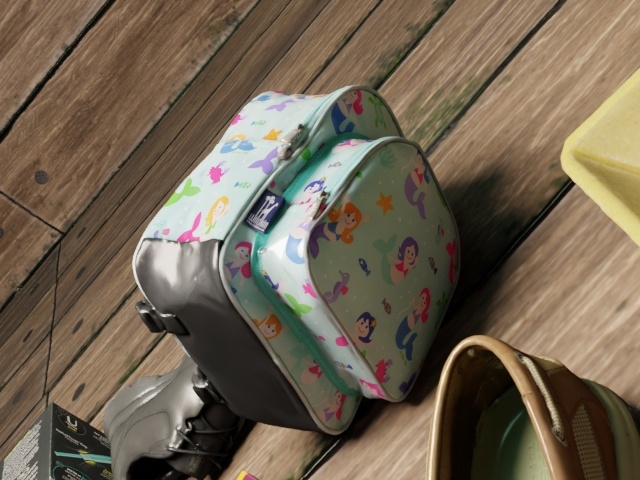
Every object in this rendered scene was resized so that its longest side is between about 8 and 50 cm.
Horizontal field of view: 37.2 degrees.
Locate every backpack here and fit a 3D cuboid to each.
[{"bbox_3d":[0.000,0.000,0.767,0.191,0.225,0.253,-3,44,33],"label":"backpack"}]

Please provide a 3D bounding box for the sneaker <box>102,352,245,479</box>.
[{"bbox_3d":[-0.105,0.154,0.913,0.286,0.109,0.130,-49,31,24],"label":"sneaker"}]

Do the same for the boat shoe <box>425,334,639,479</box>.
[{"bbox_3d":[0.094,0.176,0.443,0.122,0.120,0.324,-39,25,28],"label":"boat shoe"}]

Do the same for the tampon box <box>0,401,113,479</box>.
[{"bbox_3d":[-0.262,0.269,0.985,0.101,0.120,0.161,-49,22,4],"label":"tampon box"}]

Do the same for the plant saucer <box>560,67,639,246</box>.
[{"bbox_3d":[0.314,-0.081,0.465,0.333,0.081,0.333,-47,23,14],"label":"plant saucer"}]

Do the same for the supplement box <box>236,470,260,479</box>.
[{"bbox_3d":[0.004,0.218,0.572,0.081,0.104,0.188,-57,23,-14],"label":"supplement box"}]
